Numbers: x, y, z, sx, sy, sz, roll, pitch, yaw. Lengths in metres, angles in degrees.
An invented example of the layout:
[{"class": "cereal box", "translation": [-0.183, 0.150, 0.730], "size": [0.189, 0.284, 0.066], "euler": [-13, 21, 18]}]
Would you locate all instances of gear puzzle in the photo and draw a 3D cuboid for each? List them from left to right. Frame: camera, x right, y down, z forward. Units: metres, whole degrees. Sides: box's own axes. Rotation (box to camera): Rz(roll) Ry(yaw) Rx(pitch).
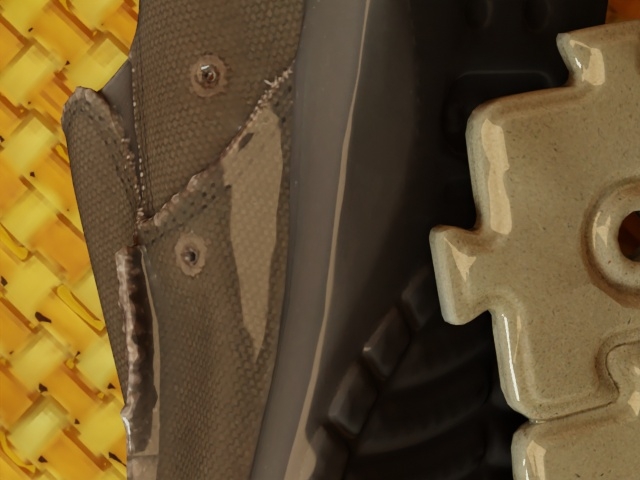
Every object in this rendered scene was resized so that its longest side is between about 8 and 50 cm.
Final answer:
[{"class": "gear puzzle", "translation": [0.108, 0.021, 0.462], "size": [0.175, 0.044, 0.339], "euler": [-12, 99, -19]}]

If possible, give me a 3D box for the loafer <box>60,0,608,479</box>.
[{"class": "loafer", "translation": [0.000, 0.000, 0.487], "size": [0.130, 0.134, 0.366], "euler": [10, 94, 43]}]
